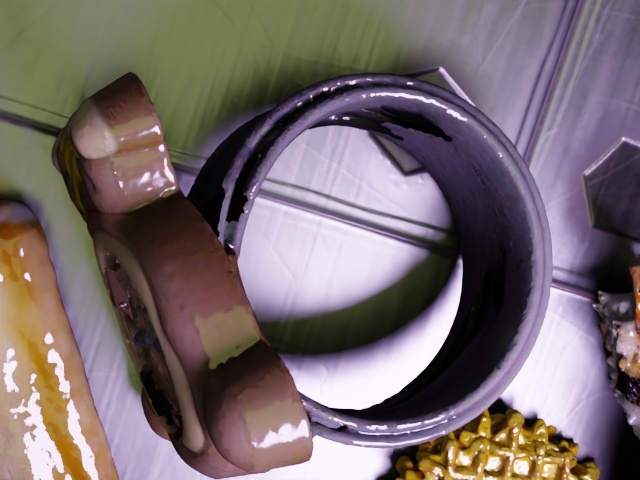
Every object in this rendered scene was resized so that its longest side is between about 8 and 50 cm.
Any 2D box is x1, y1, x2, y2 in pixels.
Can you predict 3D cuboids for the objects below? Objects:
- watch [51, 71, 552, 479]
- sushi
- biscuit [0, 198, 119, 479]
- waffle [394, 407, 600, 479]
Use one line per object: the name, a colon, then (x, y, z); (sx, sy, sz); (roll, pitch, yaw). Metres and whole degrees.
watch: (0.000, 0.000, 0.986); (0.327, 0.314, 0.335); (-22, 92, -18)
sushi: (0.298, 0.100, 1.112); (0.103, 0.097, 0.226); (-1, 125, 24)
biscuit: (-0.306, 0.129, 1.026); (0.236, 0.062, 0.291); (-21, 103, -18)
waffle: (0.154, 0.248, 1.136); (0.193, 0.070, 0.197); (37, 92, -14)
